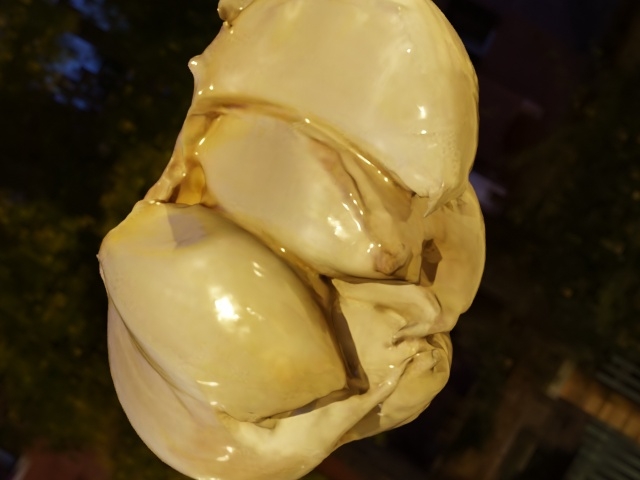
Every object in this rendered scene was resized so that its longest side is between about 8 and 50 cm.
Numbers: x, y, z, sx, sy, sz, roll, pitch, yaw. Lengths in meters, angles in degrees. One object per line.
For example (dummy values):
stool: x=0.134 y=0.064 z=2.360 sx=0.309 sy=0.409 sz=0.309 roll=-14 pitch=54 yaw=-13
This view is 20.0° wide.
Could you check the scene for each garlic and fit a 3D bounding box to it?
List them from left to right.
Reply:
garlic: x=0.005 y=0.010 z=0.983 sx=0.281 sy=0.203 sz=0.185 roll=-57 pitch=-37 yaw=-4
